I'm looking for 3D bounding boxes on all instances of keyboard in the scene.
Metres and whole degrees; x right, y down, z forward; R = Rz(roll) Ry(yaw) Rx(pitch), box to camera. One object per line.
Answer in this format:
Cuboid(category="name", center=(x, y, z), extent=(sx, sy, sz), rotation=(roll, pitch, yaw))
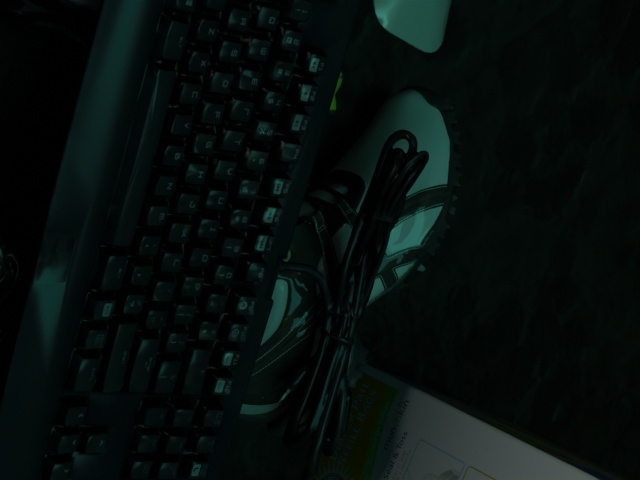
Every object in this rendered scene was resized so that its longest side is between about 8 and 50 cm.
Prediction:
Cuboid(category="keyboard", center=(-0.033, 0.013, 0.584), extent=(0.201, 0.033, 0.317), rotation=(3, 110, -43))

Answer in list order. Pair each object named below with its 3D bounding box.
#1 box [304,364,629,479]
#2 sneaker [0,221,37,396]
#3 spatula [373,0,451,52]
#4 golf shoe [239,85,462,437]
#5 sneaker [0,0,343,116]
Cuboid(category="box", center=(0.095, 0.152, 0.702), extent=(0.114, 0.203, 0.103), rotation=(25, 88, -38))
Cuboid(category="sneaker", center=(-0.148, 0.030, 0.557), extent=(0.222, 0.118, 0.083), rotation=(40, 78, -34))
Cuboid(category="spatula", center=(0.026, -0.225, 0.617), extent=(0.168, 0.019, 0.242), rotation=(24, 69, -37))
Cuboid(category="golf shoe", center=(0.000, 0.000, 0.678), extent=(0.094, 0.077, 0.198), rotation=(31, 83, -35))
Cuboid(category="sneaker", center=(-0.101, -0.151, 0.565), extent=(0.300, 0.111, 0.121), rotation=(20, 82, -43))
